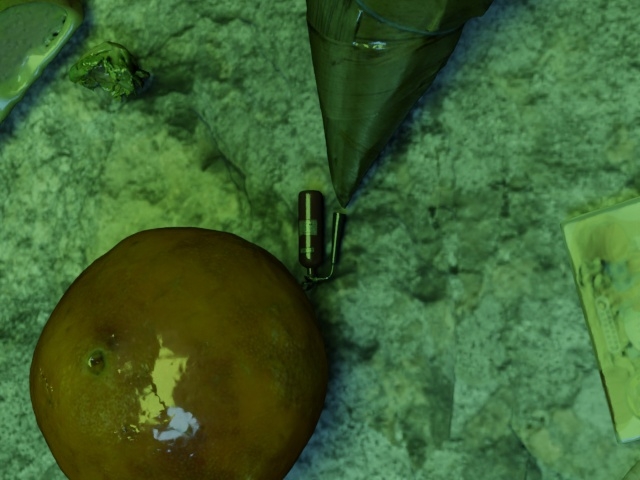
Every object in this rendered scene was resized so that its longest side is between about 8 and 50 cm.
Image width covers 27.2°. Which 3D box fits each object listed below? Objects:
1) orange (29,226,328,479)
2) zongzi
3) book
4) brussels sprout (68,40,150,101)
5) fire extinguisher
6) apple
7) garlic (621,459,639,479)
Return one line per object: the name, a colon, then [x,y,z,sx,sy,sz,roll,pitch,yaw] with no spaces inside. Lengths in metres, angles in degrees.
orange: [-0.134,0.124,1.225,0.284,0.226,0.284,-8,72,26]
zongzi: [0.029,-0.257,1.264,0.323,0.160,0.360,58,136,38]
book: [0.347,0.041,1.092,0.264,0.027,0.202,-18,74,25]
brussels sprout: [-0.220,-0.181,1.401,0.085,0.085,0.058,24,91,28]
fire extinguisher: [0.002,0.001,1.284,0.046,0.032,0.100,0,81,-7]
apple: [-0.399,-0.227,1.478,0.265,0.120,0.193,-47,54,11]
garlic: [0.349,0.203,0.992,0.281,0.185,0.203,-52,29,36]
